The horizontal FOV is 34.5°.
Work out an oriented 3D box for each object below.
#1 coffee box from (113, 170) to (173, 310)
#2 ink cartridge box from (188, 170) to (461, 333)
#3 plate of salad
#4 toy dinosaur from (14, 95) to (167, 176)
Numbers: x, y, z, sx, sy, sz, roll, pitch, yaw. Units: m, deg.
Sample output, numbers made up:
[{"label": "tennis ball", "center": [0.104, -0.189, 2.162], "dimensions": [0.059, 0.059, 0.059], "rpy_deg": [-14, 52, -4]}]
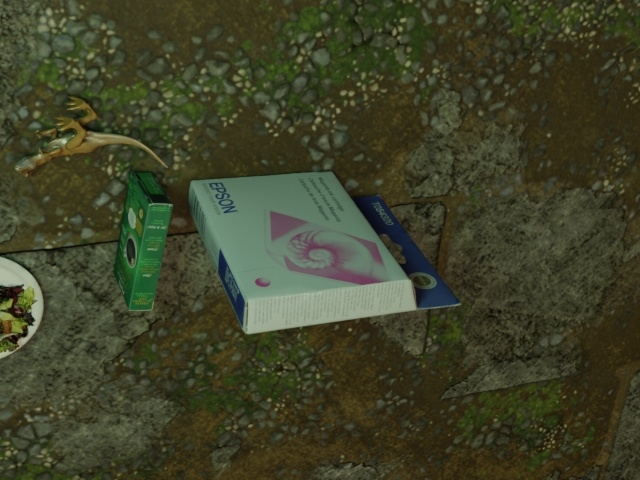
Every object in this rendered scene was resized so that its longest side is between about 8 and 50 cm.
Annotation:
[{"label": "coffee box", "center": [-0.269, 0.001, 1.549], "dimensions": [0.040, 0.113, 0.184], "rpy_deg": [1, 118, -27]}, {"label": "ink cartridge box", "center": [0.000, 0.000, 1.529], "dimensions": [0.330, 0.324, 0.072], "rpy_deg": [-7, 124, -19]}, {"label": "plate of salad", "center": [-0.517, 0.111, 1.550], "dimensions": [0.199, 0.048, 0.200], "rpy_deg": [-11, 123, -17]}, {"label": "toy dinosaur", "center": [-0.333, -0.146, 1.472], "dimensions": [0.211, 0.064, 0.112], "rpy_deg": [-10, 142, -7]}]
